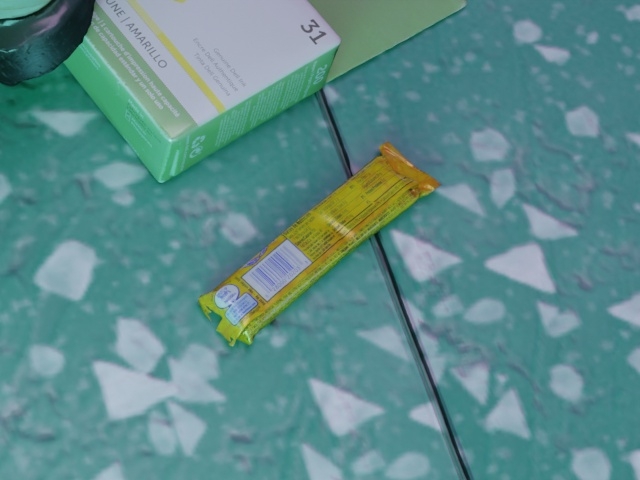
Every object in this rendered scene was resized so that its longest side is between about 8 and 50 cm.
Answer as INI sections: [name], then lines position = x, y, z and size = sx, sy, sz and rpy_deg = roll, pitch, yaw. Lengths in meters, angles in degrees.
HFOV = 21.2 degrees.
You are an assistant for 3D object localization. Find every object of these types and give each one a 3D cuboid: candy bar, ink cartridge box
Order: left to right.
[ink cartridge box]
position = -0.046, -0.157, 0.973
size = 0.235, 0.056, 0.171
rpy_deg = -33, 74, -25
[candy bar]
position = 0.000, 0.000, 0.920
size = 0.040, 0.018, 0.161
rpy_deg = 43, 61, 13

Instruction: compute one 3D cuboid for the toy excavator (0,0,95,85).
[toy excavator]
position = -0.274, -0.344, 0.848
size = 0.432, 0.222, 0.445
rpy_deg = 12, 76, 4
